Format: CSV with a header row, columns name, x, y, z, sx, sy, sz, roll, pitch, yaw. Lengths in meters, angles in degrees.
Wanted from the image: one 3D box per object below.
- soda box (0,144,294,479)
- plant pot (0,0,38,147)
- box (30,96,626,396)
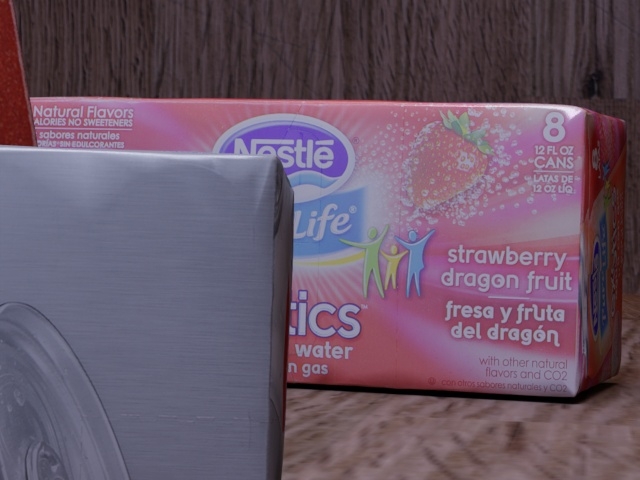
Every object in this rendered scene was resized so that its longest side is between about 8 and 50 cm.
name,x,y,z,sx,sy,sz,roll,pitch,yaw
soda box,-0.151,0.022,0.512,0.286,0.098,0.091,2,-2,0
plant pot,-0.257,-0.051,0.701,0.236,0.267,0.267,-11,6,-25
box,0.000,0.000,1.021,0.300,0.142,0.154,2,1,17
